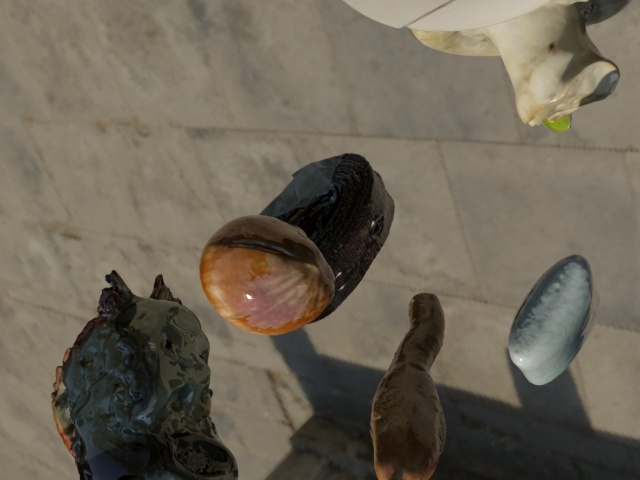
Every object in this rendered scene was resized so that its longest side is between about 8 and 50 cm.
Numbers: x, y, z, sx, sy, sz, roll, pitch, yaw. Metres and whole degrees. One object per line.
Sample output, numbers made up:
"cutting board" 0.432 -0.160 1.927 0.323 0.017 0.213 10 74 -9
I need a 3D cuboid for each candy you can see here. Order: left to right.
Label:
"candy" 0.264 0.092 1.116 0.071 0.138 0.174 32 176 23

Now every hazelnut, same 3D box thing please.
"hazelnut" -0.060 0.042 1.151 0.150 0.150 0.150 30 141 27

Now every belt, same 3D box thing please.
"belt" 0.000 0.000 1.631 0.184 0.289 0.164 31 166 35

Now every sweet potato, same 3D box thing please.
"sweet potato" 0.126 0.216 1.376 0.109 0.385 0.109 5 121 8

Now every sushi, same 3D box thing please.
"sushi" -0.136 0.187 0.845 0.130 0.124 0.332 -28 71 16

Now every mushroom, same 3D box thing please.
"mushroom" 0.240 -0.284 1.184 0.297 0.298 0.290 -22 73 55

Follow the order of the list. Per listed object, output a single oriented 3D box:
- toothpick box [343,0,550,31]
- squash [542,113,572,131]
"toothpick box" 0.050 -0.183 0.388 0.111 0.180 0.111 1 149 1
"squash" 0.346 -0.227 1.527 0.066 0.066 0.201 17 166 39
